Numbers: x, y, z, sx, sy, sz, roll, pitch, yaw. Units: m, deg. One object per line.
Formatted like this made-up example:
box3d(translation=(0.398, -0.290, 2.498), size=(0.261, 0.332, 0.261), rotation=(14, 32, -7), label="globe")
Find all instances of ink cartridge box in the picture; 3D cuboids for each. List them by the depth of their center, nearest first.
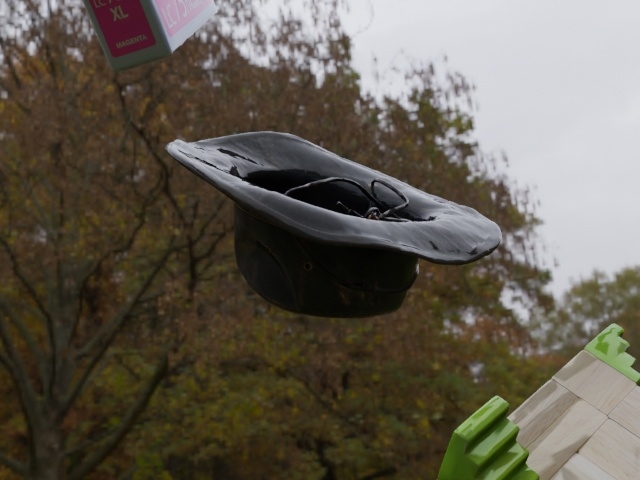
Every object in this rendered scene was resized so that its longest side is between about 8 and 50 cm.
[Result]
box3d(translation=(-0.181, -0.311, 0.745), size=(0.065, 0.311, 0.186), rotation=(-17, 21, 13), label="ink cartridge box")

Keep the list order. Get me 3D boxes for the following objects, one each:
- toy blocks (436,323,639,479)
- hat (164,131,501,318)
box3d(translation=(0.192, 0.237, 0.574), size=(0.381, 0.261, 0.191), rotation=(-28, -39, -40), label="toy blocks")
box3d(translation=(0.000, 0.000, 0.892), size=(0.331, 0.134, 0.331), rotation=(14, 18, -5), label="hat")
